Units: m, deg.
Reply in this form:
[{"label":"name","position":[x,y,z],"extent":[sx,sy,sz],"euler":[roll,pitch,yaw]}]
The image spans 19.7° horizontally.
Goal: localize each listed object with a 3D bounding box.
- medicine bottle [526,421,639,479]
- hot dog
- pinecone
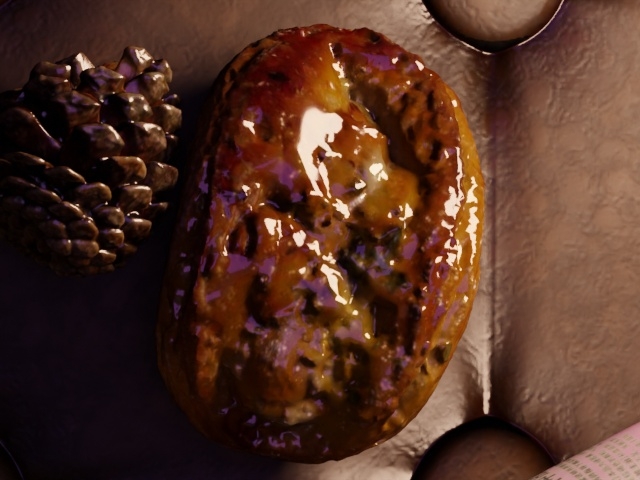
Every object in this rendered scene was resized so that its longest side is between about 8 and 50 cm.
[{"label":"medicine bottle","position":[0.223,0.292,1.634],"extent":[0.290,0.178,0.178],"euler":[-25,92,-12]},{"label":"hot dog","position":[0.000,0.000,1.603],"extent":[0.266,0.174,0.388],"euler":[14,84,-11]},{"label":"pinecone","position":[-0.199,-0.073,1.561],"extent":[0.179,0.184,0.205],"euler":[32,74,-26]}]
